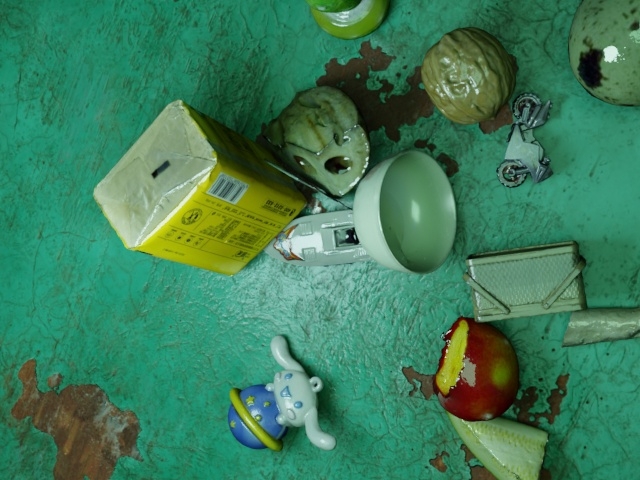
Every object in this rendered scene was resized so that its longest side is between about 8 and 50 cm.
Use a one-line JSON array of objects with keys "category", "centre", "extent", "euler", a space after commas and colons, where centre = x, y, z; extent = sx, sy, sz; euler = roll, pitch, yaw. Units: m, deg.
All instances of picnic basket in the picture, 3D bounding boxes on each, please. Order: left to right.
[{"category": "picnic basket", "centre": [0.452, 0.087, 1.822], "extent": [0.267, 0.165, 0.139], "euler": [-9, 91, 13]}]

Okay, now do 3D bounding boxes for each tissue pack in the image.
[{"category": "tissue pack", "centre": [-0.258, -0.102, 1.856], "extent": [0.293, 0.382, 0.228], "euler": [-45, 61, 13]}]

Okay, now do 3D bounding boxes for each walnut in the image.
[{"category": "walnut", "centre": [0.324, -0.354, 1.812], "extent": [0.213, 0.213, 0.213], "euler": [1, 95, 14]}]

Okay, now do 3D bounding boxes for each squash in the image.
[{"category": "squash", "centre": [0.379, 0.489, 1.901], "extent": [0.252, 0.093, 0.169], "euler": [15, 53, 11]}]

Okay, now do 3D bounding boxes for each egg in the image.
[{"category": "egg", "centre": [0.673, -0.442, 1.664], "extent": [0.287, 0.287, 0.379], "euler": [38, 97, 8]}]

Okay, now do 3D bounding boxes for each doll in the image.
[{"category": "doll", "centre": [-0.085, 0.423, 1.980], "extent": [0.242, 0.159, 0.311], "euler": [-38, 54, -11]}]

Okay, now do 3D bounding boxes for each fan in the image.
[{"category": "fan", "centre": [-0.033, -0.130, 1.893], "extent": [0.227, 0.152, 0.008], "euler": [28, 94, -23]}]

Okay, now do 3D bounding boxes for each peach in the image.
[{"category": "peach", "centre": [0.337, 0.284, 1.853], "extent": [0.196, 0.190, 0.226], "euler": [-20, 100, 32]}]

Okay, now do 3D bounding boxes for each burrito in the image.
[{"category": "burrito", "centre": [0.644, 0.187, 1.837], "extent": [0.226, 0.060, 0.087], "euler": [-6, 97, 15]}]

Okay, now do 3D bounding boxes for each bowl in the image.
[{"category": "bowl", "centre": [0.171, -0.058, 1.850], "extent": [0.145, 0.277, 0.277], "euler": [-8, 93, 46]}]

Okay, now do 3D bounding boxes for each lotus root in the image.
[{"category": "lotus root", "centre": [0.013, -0.225, 1.884], "extent": [0.210, 0.314, 0.142], "euler": [-43, 126, 3]}]

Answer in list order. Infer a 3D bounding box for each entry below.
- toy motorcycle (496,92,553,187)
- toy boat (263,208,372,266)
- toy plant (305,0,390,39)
[{"category": "toy motorcycle", "centre": [0.468, -0.218, 1.840], "extent": [0.122, 0.080, 0.215], "euler": [13, 93, 13]}, {"category": "toy boat", "centre": [0.000, 0.000, 1.964], "extent": [0.295, 0.088, 0.129], "euler": [-7, 93, 14]}, {"category": "toy plant", "centre": [0.039, -0.544, 1.797], "extent": [0.224, 0.316, 0.184], "euler": [1, 95, 12]}]
